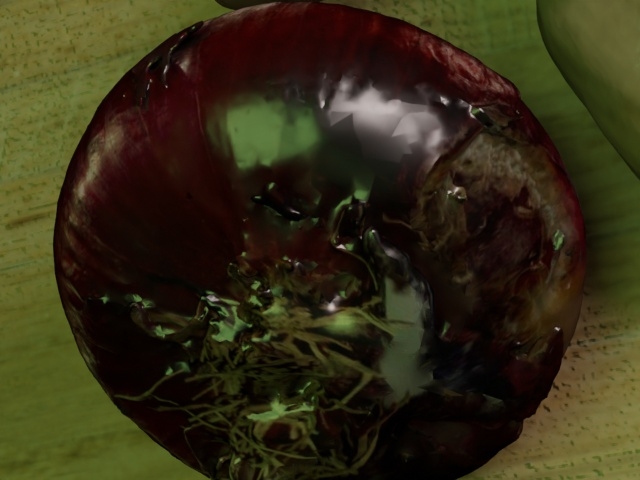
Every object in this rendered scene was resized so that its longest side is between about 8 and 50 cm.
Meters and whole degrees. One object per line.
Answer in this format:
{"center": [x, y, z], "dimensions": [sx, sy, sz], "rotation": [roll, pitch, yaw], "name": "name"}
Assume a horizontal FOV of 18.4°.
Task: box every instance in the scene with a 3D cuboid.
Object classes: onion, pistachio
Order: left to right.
{"center": [0.000, 0.000, 1.133], "dimensions": [0.314, 0.232, 0.314], "rotation": [5, 124, 7], "name": "onion"}
{"center": [0.205, -0.094, 1.101], "dimensions": [0.129, 0.131, 0.206], "rotation": [-25, 60, -22], "name": "pistachio"}

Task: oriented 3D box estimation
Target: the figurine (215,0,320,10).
{"center": [0.102, -0.231, 1.114], "dimensions": [0.420, 0.154, 0.193], "rotation": [-5, 70, 25], "name": "figurine"}
